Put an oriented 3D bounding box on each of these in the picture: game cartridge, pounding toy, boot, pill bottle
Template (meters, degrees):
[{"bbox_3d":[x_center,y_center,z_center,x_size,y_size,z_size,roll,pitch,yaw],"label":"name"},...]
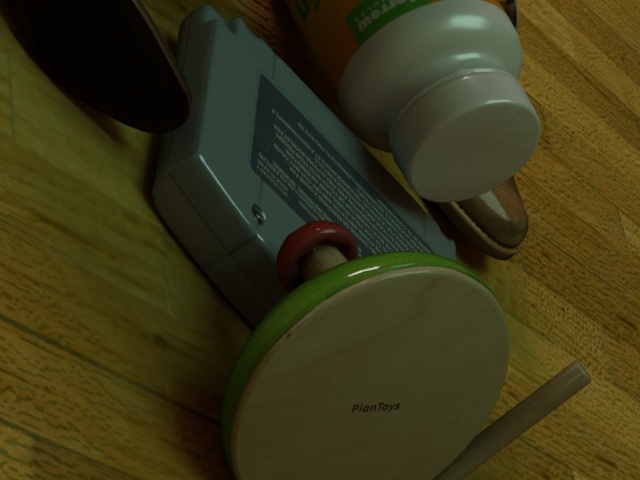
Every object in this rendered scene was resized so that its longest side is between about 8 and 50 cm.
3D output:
[{"bbox_3d":[0.000,0.000,1.259,0.294,0.060,0.196,45,27,-31],"label":"game cartridge"},{"bbox_3d":[0.023,0.073,1.137,0.237,0.183,0.110,33,12,-45],"label":"pounding toy"},{"bbox_3d":[0.114,-0.135,1.530,0.112,0.115,0.305,5,62,-62],"label":"boot"},{"bbox_3d":[-0.144,-0.167,1.125,0.219,0.082,0.106,48,31,-22],"label":"boot"},{"bbox_3d":[0.062,-0.150,1.369,0.136,0.136,0.245,28,29,-49],"label":"pill bottle"}]
